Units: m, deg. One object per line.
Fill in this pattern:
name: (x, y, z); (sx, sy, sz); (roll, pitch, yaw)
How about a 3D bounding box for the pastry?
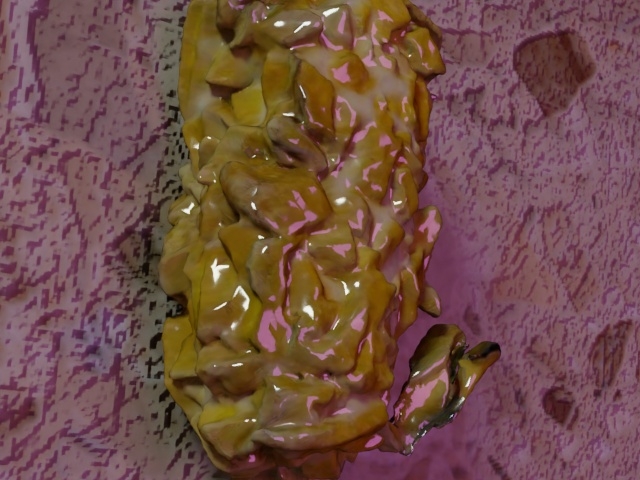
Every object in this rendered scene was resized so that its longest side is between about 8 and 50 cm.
pastry: (0.000, 0.000, 0.666); (0.154, 0.102, 0.250); (10, 76, -45)
